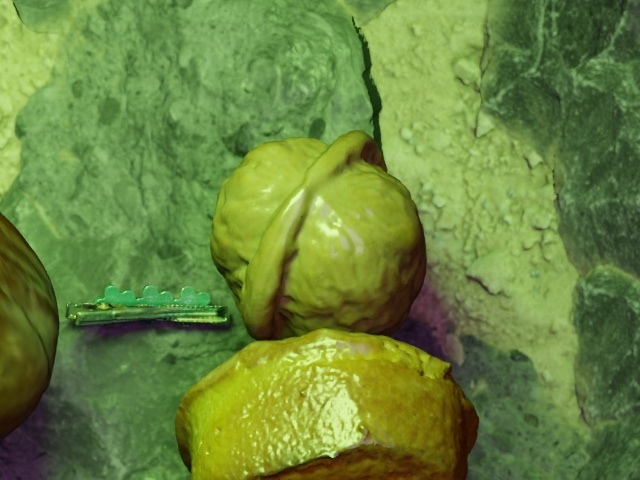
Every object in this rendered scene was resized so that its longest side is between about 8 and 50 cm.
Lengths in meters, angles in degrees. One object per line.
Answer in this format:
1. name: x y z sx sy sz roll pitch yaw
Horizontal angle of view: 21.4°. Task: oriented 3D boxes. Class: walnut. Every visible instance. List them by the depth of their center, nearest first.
1. walnut: 0.000 0.000 1.729 0.224 0.257 0.257 28 78 16

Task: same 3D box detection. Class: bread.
1. bread: 0.007 0.224 1.707 0.312 0.312 0.172 11 46 -15

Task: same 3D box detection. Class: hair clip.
1. hair clip: -0.183 0.069 1.785 0.172 0.049 0.049 1 86 -21

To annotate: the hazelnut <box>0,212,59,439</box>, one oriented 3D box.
1. hazelnut: -0.415 0.064 1.550 0.372 0.372 0.315 19 111 -14
